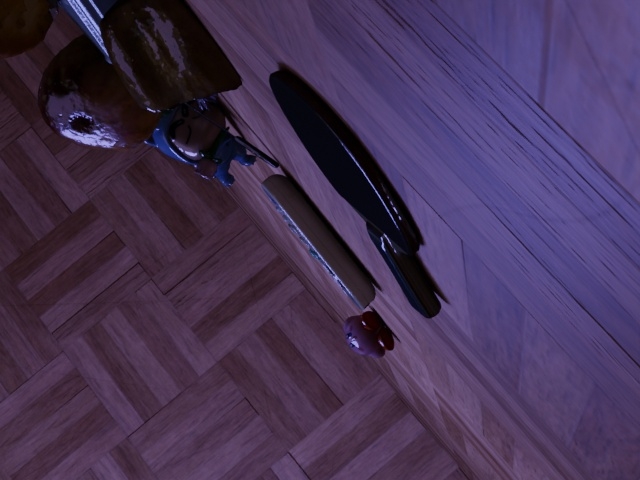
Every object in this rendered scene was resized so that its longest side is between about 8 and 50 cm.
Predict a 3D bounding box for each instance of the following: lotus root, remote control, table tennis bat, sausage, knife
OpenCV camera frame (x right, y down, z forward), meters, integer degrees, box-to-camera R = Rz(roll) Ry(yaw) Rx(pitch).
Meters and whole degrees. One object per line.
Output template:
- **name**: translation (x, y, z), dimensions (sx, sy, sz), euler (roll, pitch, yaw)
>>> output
- **lotus root**: translation (-0.181, -0.207, 1.216), dimensions (0.159, 0.095, 0.135), euler (17, 149, 50)
- **remote control**: translation (0.000, 0.000, 1.509), dimensions (0.221, 0.042, 0.078), euler (50, 175, -9)
- **table tennis bat**: translation (0.041, -0.030, 0.989), dimensions (0.173, 0.022, 0.301), euler (44, 171, 50)
- **sausage**: translation (-0.314, -0.269, 1.290), dimensions (0.026, 0.026, 0.116), euler (52, 174, -13)
- **knife**: translation (-0.123, -0.144, 1.496), dimensions (0.170, 0.010, 0.023), euler (35, 177, 11)

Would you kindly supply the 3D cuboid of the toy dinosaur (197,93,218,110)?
- **toy dinosaur**: translation (-0.166, -0.208, 1.468), dimensions (0.082, 0.039, 0.209), euler (46, 179, 15)

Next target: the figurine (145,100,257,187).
- **figurine**: translation (-0.159, -0.142, 1.611), dimensions (0.178, 0.114, 0.144), euler (39, 177, -42)

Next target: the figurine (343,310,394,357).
- **figurine**: translation (0.077, 0.157, 1.842), dimensions (0.083, 0.071, 0.067), euler (58, -143, 0)

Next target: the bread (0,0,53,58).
- **bread**: translation (-0.402, -0.324, 1.079), dimensions (0.336, 0.204, 0.358), euler (38, -163, 3)

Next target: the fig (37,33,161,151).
- **fig**: translation (-0.260, -0.218, 1.490), dimensions (0.159, 0.159, 0.257), euler (52, -146, -13)

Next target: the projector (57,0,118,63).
- **projector**: translation (-0.292, -0.332, 1.328), dimensions (0.257, 0.099, 0.192), euler (48, 173, 27)
